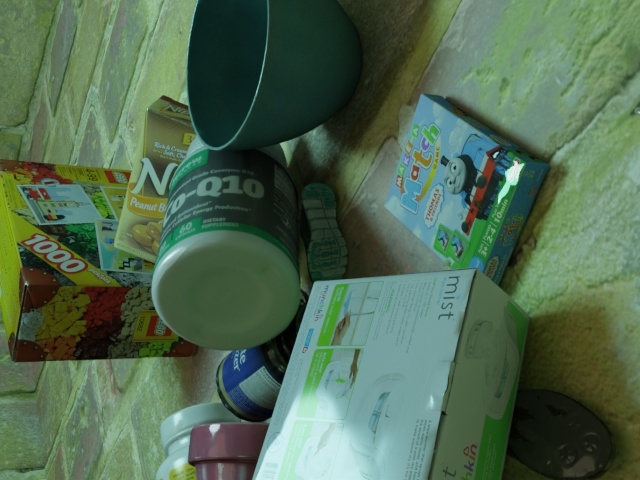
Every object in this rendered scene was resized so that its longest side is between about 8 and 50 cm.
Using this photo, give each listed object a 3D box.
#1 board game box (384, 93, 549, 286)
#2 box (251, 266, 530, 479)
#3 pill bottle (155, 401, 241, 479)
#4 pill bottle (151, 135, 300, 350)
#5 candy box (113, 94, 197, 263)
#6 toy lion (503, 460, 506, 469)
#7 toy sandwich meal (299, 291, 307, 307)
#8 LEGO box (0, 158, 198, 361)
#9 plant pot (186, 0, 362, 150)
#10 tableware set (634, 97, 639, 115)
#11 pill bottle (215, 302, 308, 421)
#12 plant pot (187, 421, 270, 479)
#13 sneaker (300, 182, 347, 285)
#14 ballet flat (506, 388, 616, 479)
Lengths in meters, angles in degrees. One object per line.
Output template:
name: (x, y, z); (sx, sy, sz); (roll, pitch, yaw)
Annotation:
board game box: (0.162, -0.062, 0.959); (0.211, 0.039, 0.160); (49, 130, 51)
box: (0.074, 0.173, 0.859); (0.231, 0.127, 0.261); (-8, 55, 41)
pill bottle: (-0.168, 0.450, 1.345); (0.188, 0.188, 0.333); (-54, 44, 44)
pill bottle: (-0.134, -0.024, 1.226); (0.361, 0.204, 0.204); (-95, 24, -54)
candy box: (-0.269, -0.097, 1.554); (0.087, 0.183, 0.316); (-68, -1, -59)
toy lion: (0.177, 0.282, 0.921); (0.096, 0.034, 0.100); (134, 130, -58)
toy sandwich meal: (-0.046, 0.118, 1.314); (0.086, 0.029, 0.085); (-7, 82, 60)
LEGO box: (-0.496, 0.033, 1.759); (0.500, 0.373, 0.193); (52, 131, 48)
plant pot: (-0.055, -0.270, 1.192); (0.290, 0.196, 0.290); (-6, 83, 60)
tableware set: (0.341, -0.125, 0.675); (0.154, 0.024, 0.104); (48, 125, 52)
pill bottle: (-0.057, 0.182, 1.226); (0.219, 0.123, 0.122); (-42, 52, 41)
plant pot: (-0.099, 0.372, 1.193); (0.201, 0.202, 0.180); (-34, 49, 54)
sneaker: (0.000, 0.000, 1.230); (0.076, 0.065, 0.166); (127, 141, -68)
ballet flat: (0.207, 0.198, 0.857); (0.250, 0.058, 0.084); (2, 63, 54)
